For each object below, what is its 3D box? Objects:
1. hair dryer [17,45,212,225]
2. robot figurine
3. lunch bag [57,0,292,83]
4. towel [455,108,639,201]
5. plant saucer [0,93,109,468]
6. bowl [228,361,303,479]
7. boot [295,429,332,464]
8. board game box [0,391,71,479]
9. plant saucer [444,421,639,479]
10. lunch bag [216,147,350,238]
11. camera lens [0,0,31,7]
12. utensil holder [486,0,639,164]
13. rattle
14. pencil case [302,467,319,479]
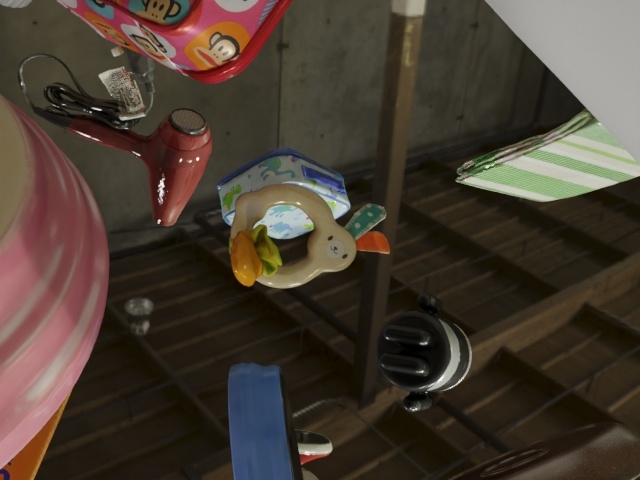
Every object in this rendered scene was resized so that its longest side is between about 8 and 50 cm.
[{"bbox_3d":[-0.256,-0.145,0.954,0.224,0.293,0.080,-5,-145,27],"label":"hair dryer"},{"bbox_3d":[0.223,0.244,1.498,0.173,0.209,0.278,49,-167,27],"label":"robot figurine"},{"bbox_3d":[-0.133,-0.312,0.693,0.293,0.258,0.120,31,177,37],"label":"lunch bag"},{"bbox_3d":[0.423,-0.135,1.175,0.248,0.038,0.325,11,163,-25],"label":"towel"},{"bbox_3d":[-0.267,-0.012,0.315,0.332,0.084,0.332,13,-139,-12],"label":"plant saucer"},{"bbox_3d":[-0.065,0.373,1.030,0.077,0.390,0.391,-10,-150,-2],"label":"bowl"},{"bbox_3d":[-0.092,0.548,1.625,0.245,0.176,0.088,2,-174,-25],"label":"boot"},{"bbox_3d":[-0.498,0.226,0.623,0.356,0.356,0.356,35,-164,-18],"label":"board game box"},{"bbox_3d":[0.236,0.278,0.802,0.311,0.310,0.050,-13,-109,-28],"label":"plant saucer"},{"bbox_3d":[-0.060,-0.080,1.237,0.219,0.176,0.090,17,-126,-53],"label":"lunch bag"},{"bbox_3d":[-0.257,-0.371,0.582,0.219,0.274,0.219,42,-166,-13],"label":"camera lens"},{"bbox_3d":[0.265,-0.168,0.338,0.328,0.327,0.385,-11,-126,-25],"label":"utensil holder"},{"bbox_3d":[0.000,0.000,0.778,0.200,0.130,0.143,9,172,-10],"label":"rattle"},{"bbox_3d":[-0.140,0.600,1.338,0.410,0.160,0.183,-23,-104,-44],"label":"pencil case"}]
